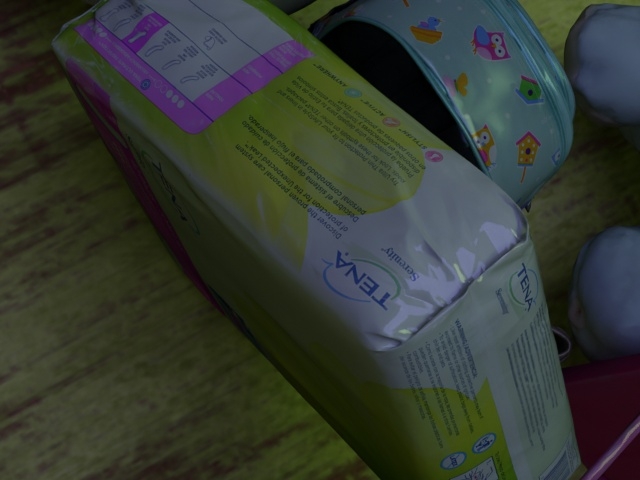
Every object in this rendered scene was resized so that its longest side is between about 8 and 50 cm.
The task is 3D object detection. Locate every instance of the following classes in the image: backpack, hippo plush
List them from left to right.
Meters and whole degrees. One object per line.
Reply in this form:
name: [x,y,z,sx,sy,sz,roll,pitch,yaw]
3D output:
backpack: [0.066,-0.077,0.936,0.144,0.188,0.166,-32,90,-20]
hippo plush: [0.279,-0.008,0.966,0.234,0.294,0.237,14,84,-48]

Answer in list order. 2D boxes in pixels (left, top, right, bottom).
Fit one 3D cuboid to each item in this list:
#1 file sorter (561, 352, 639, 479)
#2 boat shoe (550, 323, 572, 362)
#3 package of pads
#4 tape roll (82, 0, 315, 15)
file sorter: [0.206,0.236,0.917,0.182,0.202,0.291,-44,95,-18]
boat shoe: [0.079,0.057,0.973,0.153,0.048,0.056,13,76,-15]
package of pads: [0.000,0.000,0.807,0.101,0.229,0.296,-39,53,-13]
tape roll: [-0.090,-0.317,0.931,0.392,0.072,0.392,12,68,-32]
